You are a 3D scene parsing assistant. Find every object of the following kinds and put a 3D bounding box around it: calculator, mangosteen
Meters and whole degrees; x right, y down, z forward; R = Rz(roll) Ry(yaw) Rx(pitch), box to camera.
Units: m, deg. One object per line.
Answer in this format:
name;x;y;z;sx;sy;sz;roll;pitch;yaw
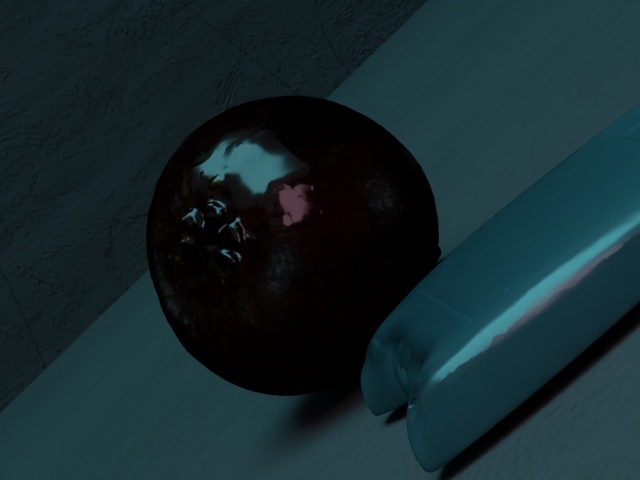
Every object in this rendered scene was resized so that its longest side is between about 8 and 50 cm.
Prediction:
calculator;0.182;-0.016;1.053;0.386;0.054;0.256;-39;9;-3
mangosteen;0.000;0.000;1.306;0.235;0.235;0.261;-36;-22;35
